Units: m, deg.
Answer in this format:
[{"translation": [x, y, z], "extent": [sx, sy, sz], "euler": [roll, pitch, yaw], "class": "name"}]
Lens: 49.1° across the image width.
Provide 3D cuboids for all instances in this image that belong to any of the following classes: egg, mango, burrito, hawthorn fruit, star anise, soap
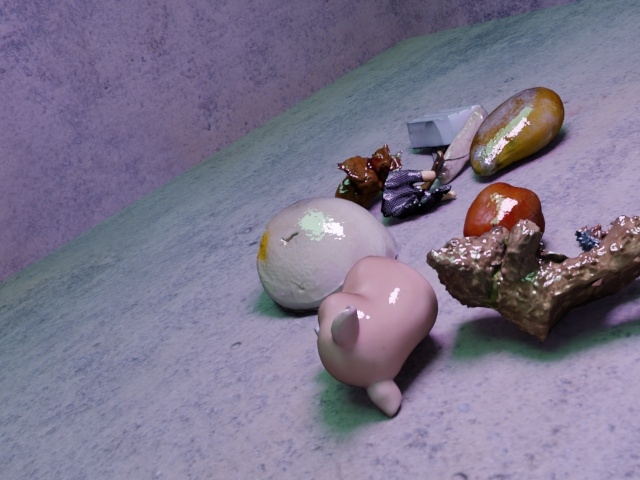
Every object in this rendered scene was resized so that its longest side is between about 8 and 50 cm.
[{"translation": [0.000, 0.000, 1.598], "extent": [0.337, 0.201, 0.337], "euler": [-19, 24, 9], "class": "egg"}, {"translation": [0.500, -0.275, 1.811], "extent": [0.316, 0.146, 0.193], "euler": [-45, 26, -14], "class": "mango"}, {"translation": [0.391, -0.262, 1.908], "extent": [0.275, 0.082, 0.059], "euler": [-49, 12, -24], "class": "burrito"}, {"translation": [0.343, -0.011, 1.361], "extent": [0.163, 0.162, 0.203], "euler": [1, 47, 46], "class": "hawthorn fruit"}, {"translation": [0.169, -0.172, 1.881], "extent": [0.346, 0.148, 0.237], "euler": [-15, -19, 22], "class": "star anise"}, {"translation": [0.364, -0.334, 2.079], "extent": [0.145, 0.091, 0.230], "euler": [-23, 12, -17], "class": "soap"}]

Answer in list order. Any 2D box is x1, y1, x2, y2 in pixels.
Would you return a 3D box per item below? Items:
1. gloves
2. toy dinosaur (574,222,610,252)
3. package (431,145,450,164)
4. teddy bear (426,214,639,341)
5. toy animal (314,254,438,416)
[{"translation": [0.248, -0.110, 1.763], "extent": [0.181, 0.106, 0.129], "euler": [9, 31, 4], "class": "gloves"}, {"translation": [0.504, 0.003, 1.276], "extent": [0.055, 0.049, 0.154], "euler": [-19, 17, 4], "class": "toy dinosaur"}, {"translation": [0.435, -0.280, 2.021], "extent": [0.239, 0.030, 0.154], "euler": [-19, 20, 14], "class": "package"}, {"translation": [0.358, 0.033, 1.150], "extent": [0.296, 0.246, 0.222], "euler": [-39, 61, 4], "class": "teddy bear"}, {"translation": [0.082, 0.138, 1.210], "extent": [0.213, 0.195, 0.256], "euler": [-10, 27, 48], "class": "toy animal"}]
